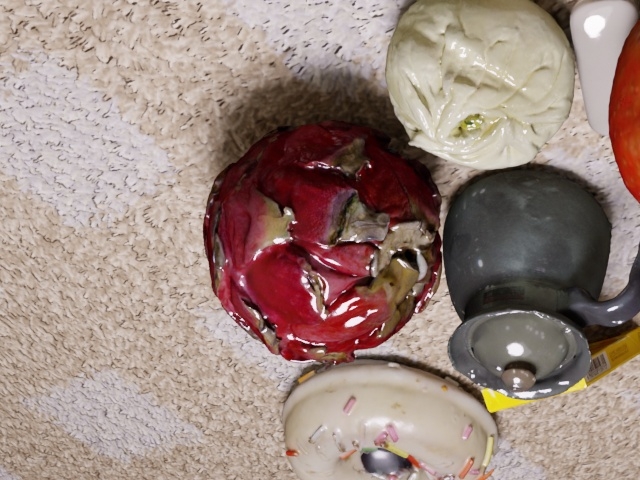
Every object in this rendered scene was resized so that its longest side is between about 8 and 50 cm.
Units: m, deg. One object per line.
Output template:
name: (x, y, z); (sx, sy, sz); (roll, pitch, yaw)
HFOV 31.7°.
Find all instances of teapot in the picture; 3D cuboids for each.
teapot: (0.297, 0.074, 1.443); (0.305, 0.285, 0.223); (-3, 137, 18)

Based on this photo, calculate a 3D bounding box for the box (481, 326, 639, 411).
box: (0.353, 0.182, 1.606); (0.152, 0.043, 0.269); (-20, 175, 34)

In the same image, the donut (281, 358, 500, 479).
donut: (0.111, 0.353, 1.919); (0.383, 0.142, 0.382); (7, 140, 6)

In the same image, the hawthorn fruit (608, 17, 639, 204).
hawthorn fruit: (0.425, -0.124, 1.182); (0.287, 0.287, 0.330); (24, 162, -14)

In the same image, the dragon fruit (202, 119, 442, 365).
dragon fruit: (0.000, 0.003, 1.429); (0.329, 0.329, 0.329); (7, 139, 6)

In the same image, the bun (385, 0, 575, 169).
bun: (0.181, -0.174, 1.302); (0.229, 0.145, 0.229); (10, 140, 8)

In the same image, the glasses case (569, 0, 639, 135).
glasses case: (0.337, -0.201, 1.298); (0.081, 0.051, 0.204); (-4, 137, 18)
